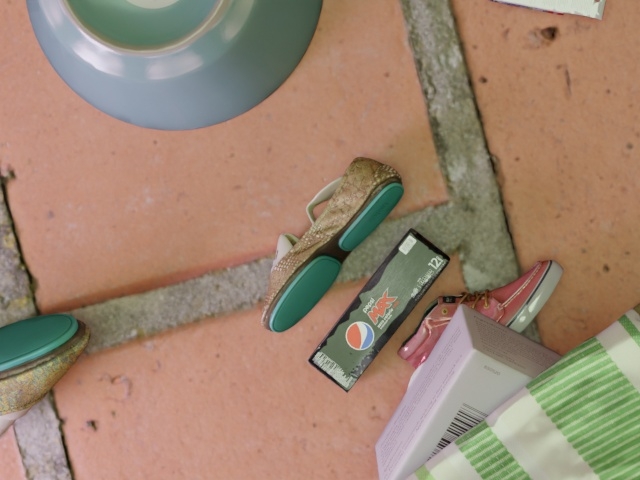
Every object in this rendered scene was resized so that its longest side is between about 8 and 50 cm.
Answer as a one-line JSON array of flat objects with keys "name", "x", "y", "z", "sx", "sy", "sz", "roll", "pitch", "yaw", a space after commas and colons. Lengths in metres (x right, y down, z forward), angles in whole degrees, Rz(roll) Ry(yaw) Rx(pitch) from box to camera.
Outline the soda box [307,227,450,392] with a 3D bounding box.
[{"name": "soda box", "x": 0.059, "y": 0.069, "z": 1.861, "sx": 0.053, "sy": 0.060, "sz": 0.169, "roll": 38, "pitch": 95, "yaw": 2}]

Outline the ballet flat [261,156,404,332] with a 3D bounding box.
[{"name": "ballet flat", "x": 0.000, "y": 0.000, "z": 1.871, "sx": 0.206, "sy": 0.073, "sz": 0.067, "roll": -48, "pitch": 60, "yaw": 3}]

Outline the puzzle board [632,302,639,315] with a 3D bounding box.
[{"name": "puzzle board", "x": 0.391, "y": 0.071, "z": 1.853, "sx": 0.128, "sy": 0.011, "sz": 0.096, "roll": -35, "pitch": 90, "yaw": 7}]

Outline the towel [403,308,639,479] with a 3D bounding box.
[{"name": "towel", "x": 0.234, "y": 0.249, "z": 1.707, "sx": 0.325, "sy": 0.038, "sz": 0.248, "roll": -39, "pitch": 94, "yaw": 7}]

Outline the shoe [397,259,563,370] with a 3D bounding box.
[{"name": "shoe", "x": 0.157, "y": 0.072, "z": 1.849, "sx": 0.081, "sy": 0.063, "sz": 0.178, "roll": 40, "pitch": 100, "yaw": -3}]

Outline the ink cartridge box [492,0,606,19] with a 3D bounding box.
[{"name": "ink cartridge box", "x": 0.229, "y": -0.258, "z": 1.846, "sx": 0.115, "sy": 0.029, "sz": 0.063, "roll": 12, "pitch": 93, "yaw": 4}]

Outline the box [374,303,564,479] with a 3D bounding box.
[{"name": "box", "x": 0.173, "y": 0.190, "z": 1.791, "sx": 0.182, "sy": 0.119, "sz": 0.181, "roll": 26, "pitch": 107, "yaw": -11}]

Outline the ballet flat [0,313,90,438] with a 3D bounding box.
[{"name": "ballet flat", "x": -0.387, "y": 0.167, "z": 1.895, "sx": 0.348, "sy": 0.123, "sz": 0.123, "roll": -15, "pitch": 91, "yaw": 6}]

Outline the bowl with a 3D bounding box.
[{"name": "bowl", "x": -0.160, "y": -0.264, "z": 1.820, "sx": 0.311, "sy": 0.163, "sz": 0.311, "roll": 0, "pitch": 93, "yaw": 7}]
